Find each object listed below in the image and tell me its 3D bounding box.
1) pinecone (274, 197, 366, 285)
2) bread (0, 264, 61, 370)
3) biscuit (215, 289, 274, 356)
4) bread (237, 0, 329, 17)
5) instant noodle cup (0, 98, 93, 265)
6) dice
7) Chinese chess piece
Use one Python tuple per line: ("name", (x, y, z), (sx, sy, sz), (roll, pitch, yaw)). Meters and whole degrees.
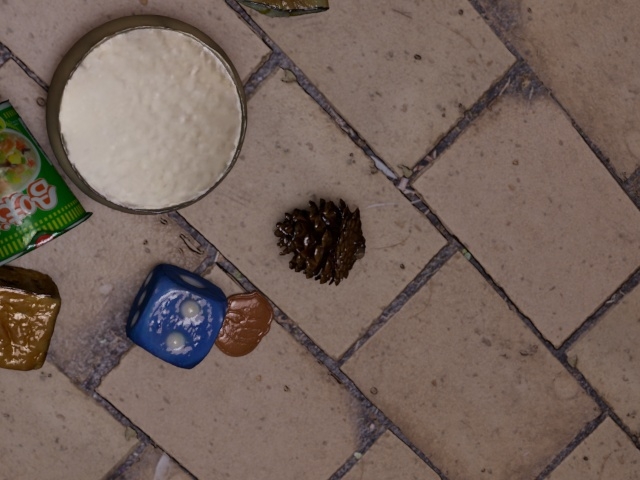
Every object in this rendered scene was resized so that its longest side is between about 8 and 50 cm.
("pinecone", (0.000, 0.000, 2.046), (0.173, 0.173, 0.174), (-3, 103, -15))
("bread", (-0.526, 0.126, 1.923), (0.158, 0.149, 0.143), (19, 99, -19))
("biscuit", (-0.143, 0.153, 2.103), (0.102, 0.019, 0.130), (32, 91, -21))
("bread", (-0.070, -0.430, 1.964), (0.157, 0.083, 0.094), (-11, 100, -12))
("instant noodle cup", (-0.513, -0.097, 1.860), (0.207, 0.207, 0.233), (-27, 101, -9))
("dice", (-0.251, 0.132, 2.001), (0.143, 0.146, 0.146), (27, 94, -18))
("Chinese chess piece", (-0.290, -0.209, 1.921), (0.338, 0.140, 0.338), (-3, 104, -14))
